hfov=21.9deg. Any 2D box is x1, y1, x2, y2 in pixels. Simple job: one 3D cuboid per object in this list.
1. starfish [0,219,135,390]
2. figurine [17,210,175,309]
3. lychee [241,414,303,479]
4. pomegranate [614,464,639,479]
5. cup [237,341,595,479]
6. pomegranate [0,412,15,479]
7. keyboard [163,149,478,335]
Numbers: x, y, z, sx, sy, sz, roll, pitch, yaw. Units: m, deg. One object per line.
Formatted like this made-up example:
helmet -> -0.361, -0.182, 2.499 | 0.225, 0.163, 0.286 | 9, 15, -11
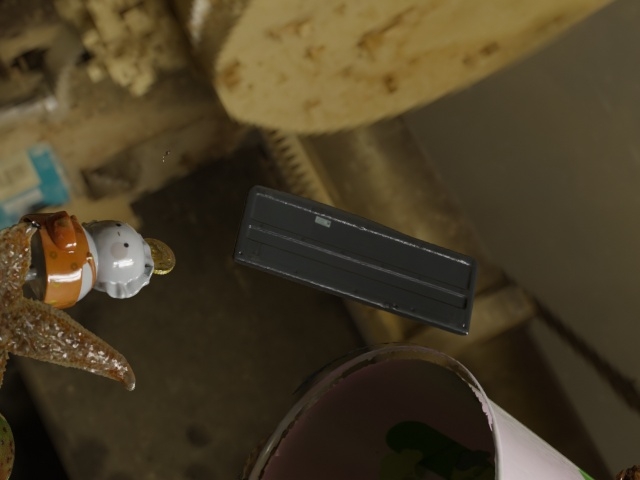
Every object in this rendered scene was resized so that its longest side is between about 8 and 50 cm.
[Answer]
starfish -> -0.284, 0.090, 1.386 | 0.048, 0.231, 0.295 | -5, 144, 47
figurine -> -0.328, 0.030, 2.268 | 0.271, 0.143, 0.143 | 9, 144, -41
lychee -> -0.008, 0.408, 2.711 | 0.260, 0.260, 0.260 | -26, 166, -7
pomegranate -> 0.297, 0.313, 1.489 | 0.209, 0.209, 0.209 | -26, 166, -7
cup -> 0.111, 0.237, 1.190 | 0.274, 0.253, 0.253 | 29, 128, -36
pomegranate -> -0.323, 0.165, 1.446 | 0.114, 0.142, 0.114 | -2, 175, 0
keyboard -> -0.006, 0.004, 1.764 | 0.381, 0.103, 0.041 | 22, 153, -20
